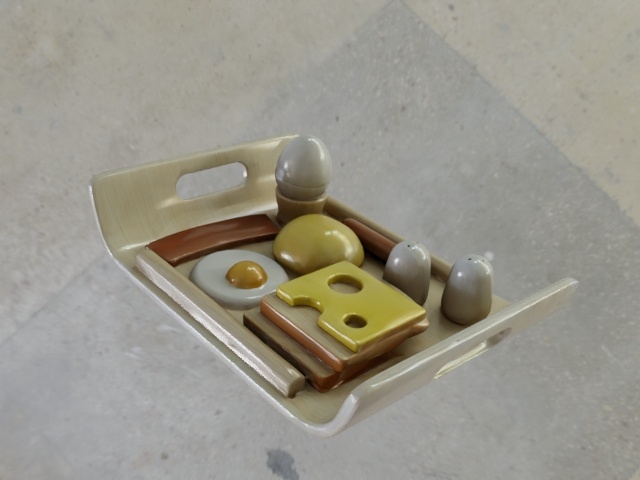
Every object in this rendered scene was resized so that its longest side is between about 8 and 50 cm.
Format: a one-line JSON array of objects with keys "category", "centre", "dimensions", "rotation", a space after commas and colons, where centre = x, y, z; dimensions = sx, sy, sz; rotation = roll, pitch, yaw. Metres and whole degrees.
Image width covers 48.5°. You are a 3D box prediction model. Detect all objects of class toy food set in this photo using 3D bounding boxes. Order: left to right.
[{"category": "toy food set", "centre": [0.000, 0.000, 0.528], "dimensions": [0.220, 0.092, 0.306], "rotation": [-19, 37, -38]}]
